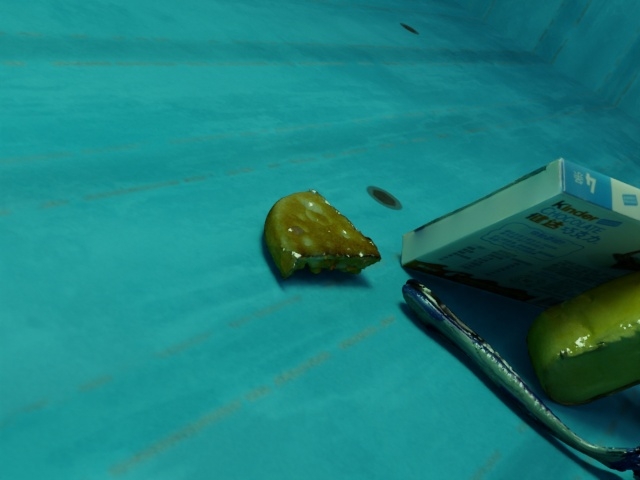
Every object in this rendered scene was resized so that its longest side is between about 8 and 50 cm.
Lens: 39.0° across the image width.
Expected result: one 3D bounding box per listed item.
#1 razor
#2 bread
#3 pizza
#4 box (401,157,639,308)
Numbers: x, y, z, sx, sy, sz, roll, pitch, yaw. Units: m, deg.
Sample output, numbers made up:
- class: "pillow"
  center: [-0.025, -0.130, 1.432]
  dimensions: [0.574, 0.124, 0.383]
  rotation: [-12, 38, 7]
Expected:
- class: "razor"
  center: [0.205, 0.144, 0.911]
  dimensions: [0.324, 0.093, 0.056]
  rotation: [35, 61, 19]
- class: "bread"
  center: [0.342, 0.093, 0.956]
  dimensions: [0.102, 0.245, 0.094]
  rotation: [59, 14, -30]
- class: "pizza"
  center: [0.000, 0.000, 0.965]
  dimensions: [0.131, 0.041, 0.178]
  rotation: [18, 27, -18]
- class: "box"
  center: [0.276, 0.008, 1.020]
  dimensions: [0.273, 0.265, 0.048]
  rotation: [18, 65, -27]
